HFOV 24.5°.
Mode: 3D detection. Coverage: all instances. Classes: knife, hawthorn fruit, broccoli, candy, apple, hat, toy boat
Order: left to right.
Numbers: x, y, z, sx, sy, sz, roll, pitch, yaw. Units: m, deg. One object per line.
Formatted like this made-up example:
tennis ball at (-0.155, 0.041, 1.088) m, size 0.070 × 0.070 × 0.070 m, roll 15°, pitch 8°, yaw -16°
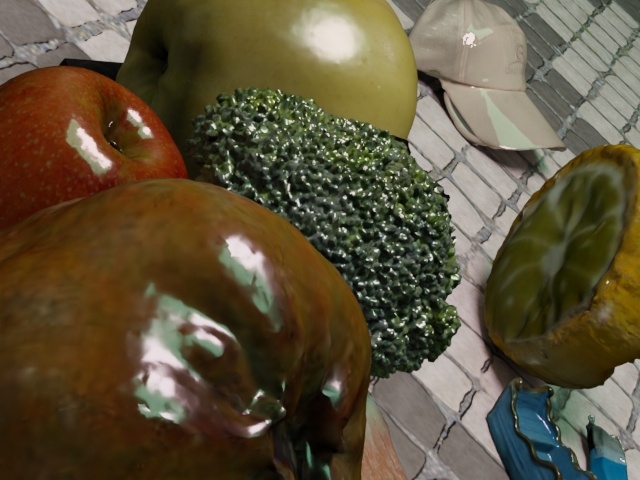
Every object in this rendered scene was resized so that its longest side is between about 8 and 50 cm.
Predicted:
apple at (-0.178, -0.020, 1.013) m, size 0.181 × 0.168 × 0.181 m, roll 39°, pitch 25°, yaw -22°
hawthorn fruit at (-0.126, 0.106, 0.813) m, size 0.267 × 0.301 × 0.268 m, roll 12°, pitch 75°, yaw -52°
apple at (-0.043, -0.122, 1.255) m, size 0.262 × 0.262 × 0.262 m, roll 33°, pitch 28°, yaw -21°
broccoli at (0.003, 0.001, 1.091) m, size 0.176 × 0.198 × 0.226 m, roll 14°, pitch -25°, yaw 38°
hat at (0.238, -0.216, 1.915) m, size 0.226 × 0.164 × 0.219 m, roll 33°, pitch 21°, yaw 29°
toy boat at (0.223, 0.205, 1.344) m, size 0.075 × 0.077 × 0.185 m, roll 20°, pitch 35°, yaw -41°
candy at (0.273, 0.026, 1.474) m, size 0.118 × 0.260 × 0.260 m, roll 29°, pitch 30°, yaw -22°
knife at (0.277, 0.271, 1.387) m, size 0.044 × 0.026 × 0.296 m, roll 33°, pitch 31°, yaw -16°

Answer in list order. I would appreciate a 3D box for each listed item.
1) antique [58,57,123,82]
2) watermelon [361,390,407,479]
antique at (-0.170, -0.151, 1.378) m, size 0.031 × 0.015 × 0.192 m, roll 54°, pitch 28°, yaw 18°
watermelon at (0.027, 0.239, 0.992) m, size 0.257 × 0.140 × 0.193 m, roll 57°, pitch 23°, yaw 4°
